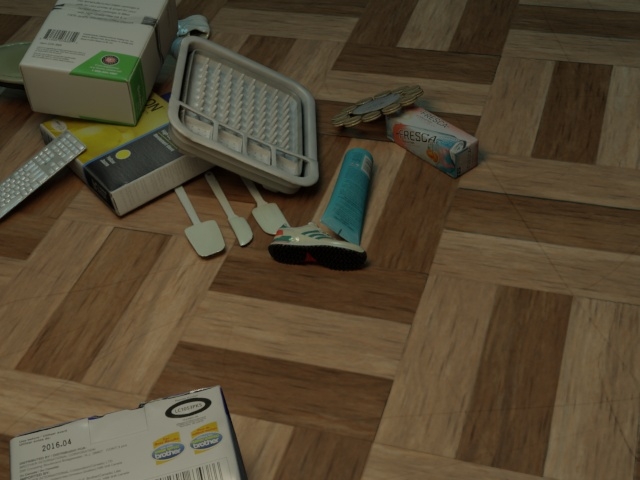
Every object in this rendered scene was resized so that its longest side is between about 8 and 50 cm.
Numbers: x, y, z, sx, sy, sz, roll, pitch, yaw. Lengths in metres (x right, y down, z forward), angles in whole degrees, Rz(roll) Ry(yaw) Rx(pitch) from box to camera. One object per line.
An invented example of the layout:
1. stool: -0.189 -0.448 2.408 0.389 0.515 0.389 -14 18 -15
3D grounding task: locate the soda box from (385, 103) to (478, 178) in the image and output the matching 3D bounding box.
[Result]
1. soda box: 0.199 -0.184 1.745 0.063 0.058 0.183 -31 46 -26

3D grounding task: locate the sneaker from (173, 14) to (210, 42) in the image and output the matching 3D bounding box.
1. sneaker: -0.315 -0.456 2.126 0.152 0.054 0.061 -16 45 -11

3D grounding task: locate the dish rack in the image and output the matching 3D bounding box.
1. dish rack: -0.144 -0.218 1.746 0.285 0.072 0.333 22 37 -19

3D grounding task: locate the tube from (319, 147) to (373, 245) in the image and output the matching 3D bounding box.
1. tube: 0.051 -0.077 1.645 0.080 0.052 0.207 30 41 -13

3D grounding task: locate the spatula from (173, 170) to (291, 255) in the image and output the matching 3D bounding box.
1. spatula: -0.169 -0.063 1.685 0.168 0.019 0.242 -20 43 -14

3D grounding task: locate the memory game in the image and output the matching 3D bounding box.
1. memory game: 0.106 -0.251 1.813 0.186 0.012 0.186 -20 18 7

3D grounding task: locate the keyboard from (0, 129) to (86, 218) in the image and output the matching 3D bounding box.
1. keyboard: -0.533 -0.102 1.729 0.256 0.014 0.072 -43 49 -14

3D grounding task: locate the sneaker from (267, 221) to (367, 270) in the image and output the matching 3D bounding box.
1. sneaker: 0.000 0.000 1.561 0.161 0.057 0.075 4 48 16

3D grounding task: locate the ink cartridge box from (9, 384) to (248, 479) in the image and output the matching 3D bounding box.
1. ink cartridge box: -0.209 0.339 1.132 0.270 0.151 0.395 -13 43 -8

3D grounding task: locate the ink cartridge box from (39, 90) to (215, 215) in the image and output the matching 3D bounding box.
1. ink cartridge box: -0.323 -0.200 1.821 0.307 0.072 0.303 -32 44 -22

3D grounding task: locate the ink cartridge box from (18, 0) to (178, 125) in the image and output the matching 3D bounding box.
1. ink cartridge box: -0.410 -0.369 1.843 0.211 0.121 0.289 9 51 7

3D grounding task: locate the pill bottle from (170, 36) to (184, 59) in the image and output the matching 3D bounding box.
1. pill bottle: -0.256 -0.384 2.025 0.120 0.067 0.067 29 52 33

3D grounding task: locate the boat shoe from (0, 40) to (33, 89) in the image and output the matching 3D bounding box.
1. boat shoe: -0.521 -0.329 1.964 0.340 0.113 0.127 -5 51 -4
